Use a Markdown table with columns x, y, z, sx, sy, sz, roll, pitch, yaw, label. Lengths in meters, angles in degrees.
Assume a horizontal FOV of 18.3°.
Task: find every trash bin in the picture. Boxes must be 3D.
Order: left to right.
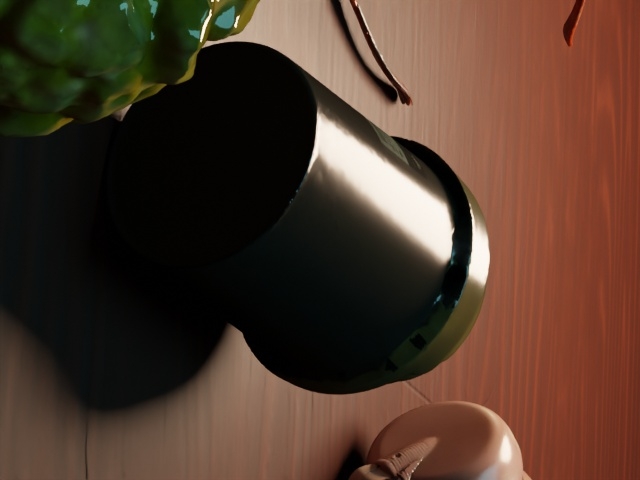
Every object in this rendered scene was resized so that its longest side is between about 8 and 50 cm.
| x | y | z | sx | sy | sz | roll | pitch | yaw | label |
| --- | --- | --- | --- | --- | --- | --- | --- | --- | --- |
| 0.000 | 0.000 | 1.508 | 0.334 | 0.214 | 0.214 | 34 | 61 | -55 | trash bin |

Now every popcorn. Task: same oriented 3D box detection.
| x | y | z | sx | sy | sz | roll | pitch | yaw | label |
| --- | --- | --- | --- | --- | --- | --- | --- | --- | --- |
| -0.127 | -0.172 | 1.102 | 0.259 | 0.212 | 0.259 | -5 | 90 | -67 | popcorn |

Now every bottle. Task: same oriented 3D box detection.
| x | y | z | sx | sy | sz | roll | pitch | yaw | label |
| --- | --- | --- | --- | --- | --- | --- | --- | --- | --- |
| 0.126 | 0.301 | 1.838 | 0.206 | 0.173 | 0.297 | -30 | 124 | -22 | bottle |

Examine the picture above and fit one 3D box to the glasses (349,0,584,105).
| x | y | z | sx | sy | sz | roll | pitch | yaw | label |
| --- | --- | --- | --- | --- | --- | --- | --- | --- | --- |
| 0.138 | -0.234 | 1.772 | 0.118 | 0.234 | 0.268 | -113 | -179 | -52 | glasses |
